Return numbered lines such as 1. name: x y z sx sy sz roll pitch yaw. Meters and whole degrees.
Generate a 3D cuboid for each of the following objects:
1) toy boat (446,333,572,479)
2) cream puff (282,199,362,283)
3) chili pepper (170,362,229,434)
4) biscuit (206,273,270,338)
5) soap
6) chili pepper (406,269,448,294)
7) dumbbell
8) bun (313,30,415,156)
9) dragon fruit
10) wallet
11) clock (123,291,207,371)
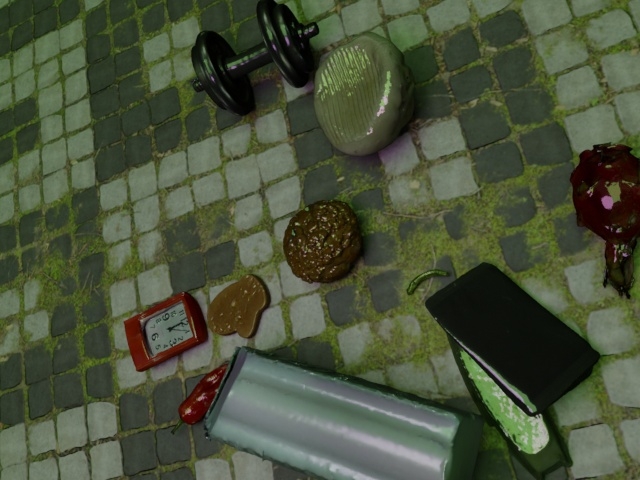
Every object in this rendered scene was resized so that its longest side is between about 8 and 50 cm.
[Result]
1. toy boat: 0.286 0.239 1.055 0.093 0.055 0.293 -34 65 9
2. cream puff: 0.000 0.000 1.218 0.150 0.115 0.165 12 82 31
3. chili pepper: -0.223 0.302 1.270 0.191 0.050 0.059 -48 46 -3
4. biscuit: -0.159 0.140 1.302 0.140 0.023 0.118 -31 65 13
5. soap: 0.017 0.286 1.047 0.446 0.261 0.156 10 80 27
6. chili pepper: 0.187 0.071 1.170 0.083 0.017 0.030 -34 65 15
7. dumbbell: -0.135 -0.370 1.342 0.290 0.192 0.192 -21 68 17
8. bun: 0.094 -0.269 1.240 0.231 0.133 0.231 -5 83 46
9. dragon fruit: 0.461 -0.032 1.032 0.126 0.125 0.246 -2 91 10
10. wallet: 0.297 0.147 1.044 0.169 0.052 0.245 -28 57 -26
11. clock: -0.310 0.185 1.339 0.155 0.061 0.113 -27 66 12
